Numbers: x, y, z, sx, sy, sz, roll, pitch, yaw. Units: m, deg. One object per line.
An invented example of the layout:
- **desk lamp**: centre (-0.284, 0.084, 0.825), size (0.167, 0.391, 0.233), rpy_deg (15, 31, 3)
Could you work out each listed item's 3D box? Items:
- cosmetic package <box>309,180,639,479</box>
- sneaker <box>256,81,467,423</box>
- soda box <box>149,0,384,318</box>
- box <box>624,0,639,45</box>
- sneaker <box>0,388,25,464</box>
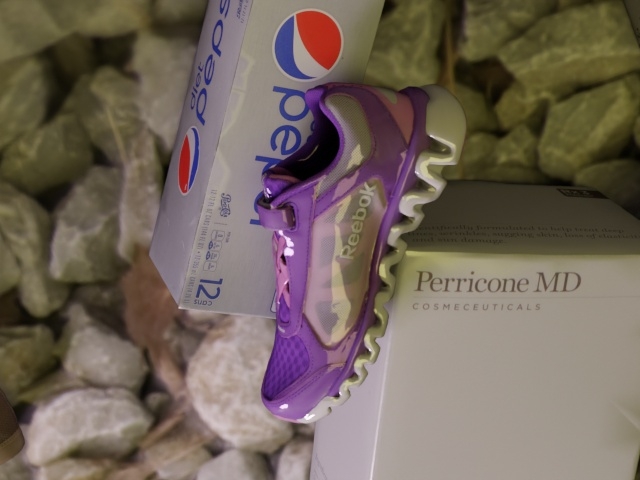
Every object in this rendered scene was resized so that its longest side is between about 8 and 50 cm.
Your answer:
- **cosmetic package**: centre (0.113, 0.155, 1.044), size (0.217, 0.156, 0.384), rpy_deg (-1, 113, -15)
- **sneaker**: centre (0.000, 0.000, 0.877), size (0.105, 0.095, 0.236), rpy_deg (17, 99, -26)
- **soda box**: centre (-0.034, -0.095, 0.926), size (0.091, 0.098, 0.286), rpy_deg (8, 109, -23)
- **box**: centre (0.240, -0.221, 0.980), size (0.067, 0.063, 0.324), rpy_deg (-29, 117, -2)
- **sneaker**: centre (-0.309, 0.152, 0.974), size (0.188, 0.066, 0.071), rpy_deg (-23, 99, -12)
